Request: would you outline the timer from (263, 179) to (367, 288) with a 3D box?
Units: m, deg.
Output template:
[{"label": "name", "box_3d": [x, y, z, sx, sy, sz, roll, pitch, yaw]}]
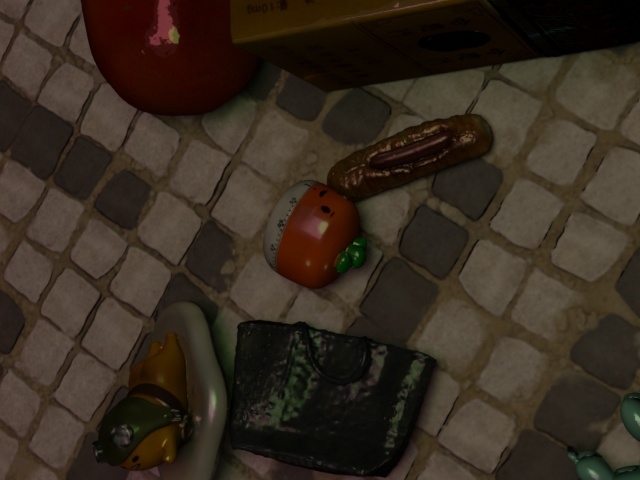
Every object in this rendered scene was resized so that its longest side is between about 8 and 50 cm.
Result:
[{"label": "timer", "box_3d": [0.000, 0.000, 1.448, 0.136, 0.099, 0.136, 17, 118, 35]}]

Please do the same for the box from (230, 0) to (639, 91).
[{"label": "box", "box_3d": [0.137, -0.272, 1.327, 0.415, 0.264, 0.116, -5, 81, 23]}]

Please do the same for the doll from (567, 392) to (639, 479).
[{"label": "doll", "box_3d": [0.351, 0.245, 1.294, 0.159, 0.059, 0.158, -18, 78, 23]}]

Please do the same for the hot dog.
[{"label": "hot dog", "box_3d": [0.103, -0.104, 1.444, 0.215, 0.047, 0.066, -18, 76, 21]}]

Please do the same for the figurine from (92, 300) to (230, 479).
[{"label": "figurine", "box_3d": [-0.218, 0.195, 1.478, 0.166, 0.141, 0.250, -31, 61, 44]}]

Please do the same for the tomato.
[{"label": "tomato", "box_3d": [-0.196, -0.283, 1.523, 0.260, 0.180, 0.260, -2, 85, 26]}]

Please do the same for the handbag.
[{"label": "handbag", "box_3d": [0.002, 0.191, 1.447, 0.270, 0.088, 0.175, 8, 81, 24]}]
